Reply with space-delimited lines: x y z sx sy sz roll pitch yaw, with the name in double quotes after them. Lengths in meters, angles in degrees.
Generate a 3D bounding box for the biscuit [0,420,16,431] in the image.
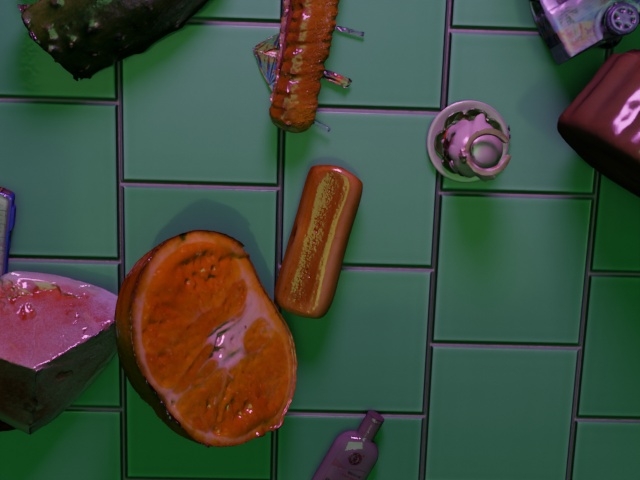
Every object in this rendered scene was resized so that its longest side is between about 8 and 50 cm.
-0.586 0.244 1.494 0.280 0.043 0.183 21 104 -3 "biscuit"

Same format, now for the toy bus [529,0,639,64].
0.472 -0.387 1.351 0.329 0.109 0.136 -30 90 4 "toy bus"

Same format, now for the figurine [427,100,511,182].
0.233 -0.139 1.368 0.132 0.154 0.132 0 102 -2 "figurine"

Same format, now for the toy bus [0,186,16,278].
-0.508 -0.009 1.433 0.061 0.051 0.153 7 102 -16 "toy bus"

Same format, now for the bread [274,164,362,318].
0.000 0.000 1.433 0.092 0.074 0.239 18 100 11 "bread"

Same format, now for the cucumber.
-0.259 -0.353 1.324 0.325 0.105 0.145 -29 106 7 "cucumber"

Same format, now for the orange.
-0.175 0.142 1.370 0.274 0.274 0.310 -7 138 0 "orange"

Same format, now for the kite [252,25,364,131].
-0.028 -0.265 1.409 0.160 0.010 0.183 19 98 -2 "kite"

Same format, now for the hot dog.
-0.021 -0.303 1.365 0.083 0.068 0.289 9 97 -7 "hot dog"

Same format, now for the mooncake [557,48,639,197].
0.495 -0.143 1.309 0.290 0.290 0.161 34 96 -8 "mooncake"

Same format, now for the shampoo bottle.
0.053 0.357 1.527 0.080 0.040 0.165 29 101 -5 "shampoo bottle"

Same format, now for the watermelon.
-0.455 0.160 1.412 0.260 0.176 0.256 25 89 8 "watermelon"
